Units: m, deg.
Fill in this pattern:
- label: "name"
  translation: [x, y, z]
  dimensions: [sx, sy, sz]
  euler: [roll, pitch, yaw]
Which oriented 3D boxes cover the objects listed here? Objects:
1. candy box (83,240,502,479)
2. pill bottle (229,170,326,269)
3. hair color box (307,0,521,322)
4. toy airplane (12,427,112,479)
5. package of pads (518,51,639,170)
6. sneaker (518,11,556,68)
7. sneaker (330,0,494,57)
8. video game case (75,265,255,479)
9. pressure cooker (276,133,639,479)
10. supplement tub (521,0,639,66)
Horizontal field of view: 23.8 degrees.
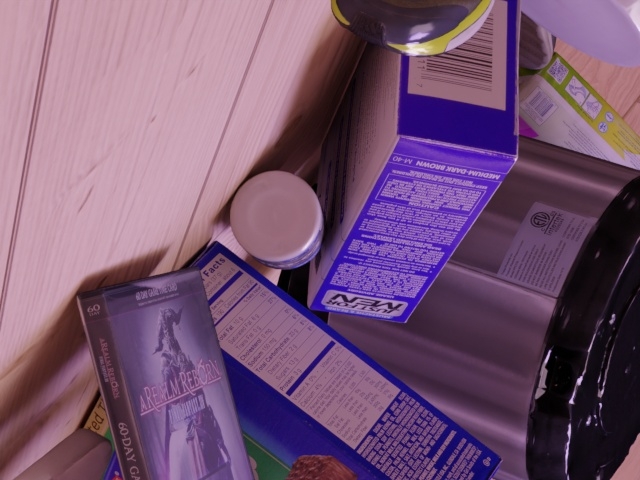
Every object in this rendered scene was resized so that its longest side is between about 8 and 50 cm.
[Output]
- label: "candy box"
  translation: [-0.046, 0.202, 1.343]
  dimensions: [0.122, 0.317, 0.268]
  euler: [-44, 168, -50]
- label: "pill bottle"
  translation: [-0.034, -0.015, 1.331]
  dimensions: [0.078, 0.078, 0.137]
  euler: [-53, 174, -2]
- label: "hair color box"
  translation: [0.077, -0.078, 1.339]
  dimensions: [0.339, 0.110, 0.185]
  euler: [119, -22, -61]
- label: "toy airplane"
  translation: [-0.197, 0.330, 1.103]
  dimensions: [0.386, 0.272, 0.384]
  euler: [-48, 167, 0]
- label: "package of pads"
  translation: [0.275, -0.124, 1.914]
  dimensions: [0.101, 0.229, 0.296]
  euler: [-51, -162, -10]
- label: "sneaker"
  translation: [0.260, -0.312, 1.674]
  dimensions: [0.180, 0.124, 0.321]
  euler: [-51, 174, -11]
- label: "sneaker"
  translation: [0.101, -0.245, 1.014]
  dimensions: [0.300, 0.111, 0.121]
  euler: [-56, 166, -28]
- label: "video game case"
  translation: [-0.095, 0.160, 1.093]
  dimensions: [0.026, 0.274, 0.196]
  euler: [-14, 180, 15]
- label: "pressure cooker"
  translation: [0.158, 0.048, 1.655]
  dimensions: [0.370, 0.420, 0.376]
  euler: [-33, 135, -52]
- label: "supplement tub"
  translation: [0.297, -0.333, 1.327]
  dimensions: [0.316, 0.228, 0.228]
  euler: [-53, 174, -6]
